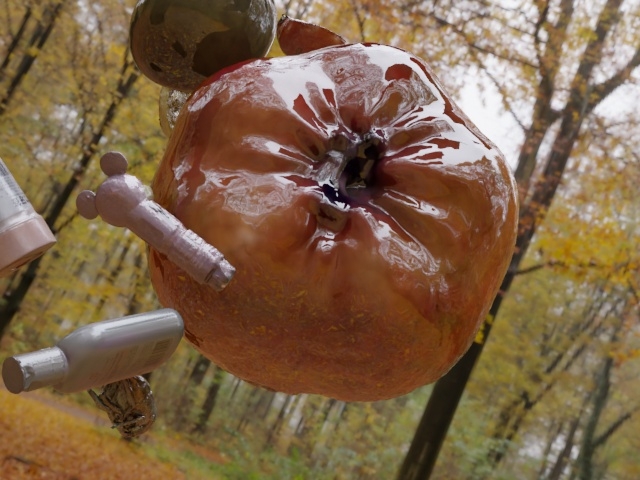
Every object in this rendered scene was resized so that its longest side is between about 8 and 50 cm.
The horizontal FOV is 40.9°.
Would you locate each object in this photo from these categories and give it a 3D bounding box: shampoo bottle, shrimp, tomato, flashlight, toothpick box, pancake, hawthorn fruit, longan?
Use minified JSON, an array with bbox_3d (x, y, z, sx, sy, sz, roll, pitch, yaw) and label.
[{"bbox_3d":[-0.196,0.100,0.746,0.165,0.080,0.040,-8,54,-52],"label":"shampoo bottle"},{"bbox_3d":[-0.260,0.206,1.130,0.075,0.073,0.190,45,-22,24],"label":"shrimp"},{"bbox_3d":[-0.032,-0.484,2.119,0.173,0.099,0.189,19,9,-22],"label":"tomato"},{"bbox_3d":[-0.100,-0.008,0.542,0.110,0.052,0.031,37,21,0],"label":"flashlight"},{"bbox_3d":[-0.383,-0.036,0.976,0.149,0.098,0.098,58,-19,-4],"label":"toothpick box"},{"bbox_3d":[-0.285,-0.276,1.701,0.028,0.158,0.158,5,-18,10],"label":"pancake"},{"bbox_3d":[0.000,0.000,1.072,0.472,0.472,0.472,23,-14,6],"label":"hawthorn fruit"},{"bbox_3d":[-0.162,-0.302,1.203,0.196,0.220,0.196,48,-3,4],"label":"longan"}]
